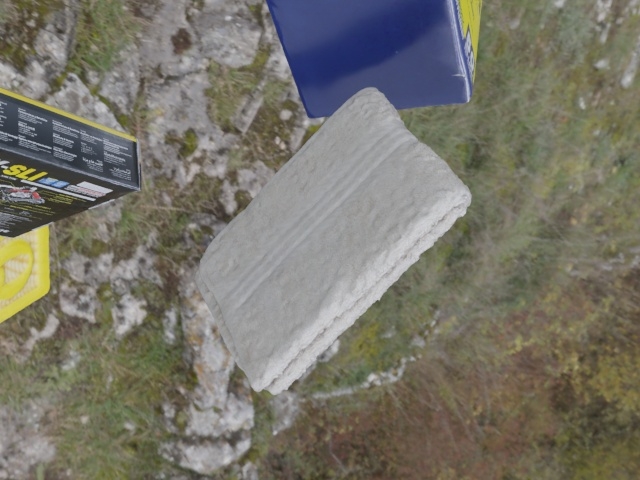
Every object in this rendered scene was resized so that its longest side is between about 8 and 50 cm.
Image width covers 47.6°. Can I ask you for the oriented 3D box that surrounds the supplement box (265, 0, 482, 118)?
[{"bbox_3d":[0.084,-0.336,0.858,0.194,0.195,0.356,68,27,-43],"label":"supplement box"}]

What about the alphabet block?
[{"bbox_3d":[-0.613,0.022,1.263,0.192,0.197,0.193,-48,153,-55],"label":"alphabet block"}]

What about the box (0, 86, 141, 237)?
[{"bbox_3d":[-0.409,-0.091,0.814,0.322,0.257,0.079,17,61,-54],"label":"box"}]

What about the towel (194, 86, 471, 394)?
[{"bbox_3d":[0.000,0.000,0.711,0.282,0.187,0.049,-45,140,13],"label":"towel"}]
